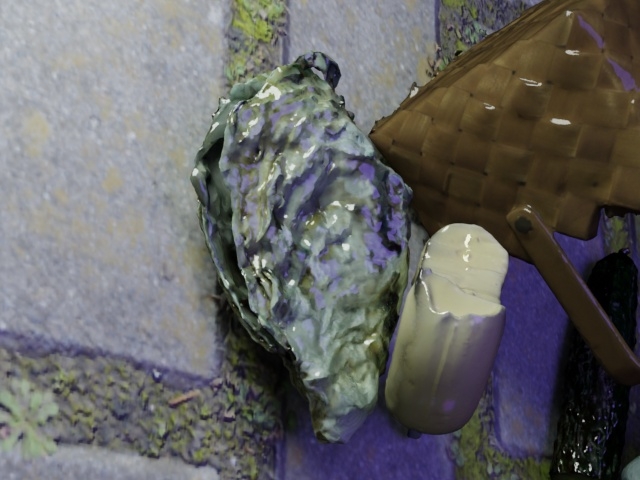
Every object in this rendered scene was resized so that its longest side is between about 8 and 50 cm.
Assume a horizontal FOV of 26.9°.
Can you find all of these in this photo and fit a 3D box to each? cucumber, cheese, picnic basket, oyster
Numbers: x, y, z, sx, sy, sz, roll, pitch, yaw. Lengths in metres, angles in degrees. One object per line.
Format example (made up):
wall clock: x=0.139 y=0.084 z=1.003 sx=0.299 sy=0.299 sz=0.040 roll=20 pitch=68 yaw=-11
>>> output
cucumber: x=0.281 y=0.117 z=1.338 sx=0.067 sy=0.067 sz=0.294 roll=43 pitch=47 yaw=-31
cheese: x=0.086 y=0.100 z=1.011 sx=0.163 sy=0.070 sz=0.249 roll=-71 pitch=174 yaw=-49
picnic basket: x=0.244 y=-0.058 z=1.176 sx=0.321 sy=0.291 sz=0.254 roll=57 pitch=42 yaw=-6
oyster: x=0.000 y=0.000 z=1.016 sx=0.198 sy=0.112 sz=0.268 roll=-40 pitch=113 yaw=-46

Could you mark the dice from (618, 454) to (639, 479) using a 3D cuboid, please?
dice: x=0.449 y=0.282 z=1.243 sx=0.268 sy=0.262 sz=0.265 roll=64 pitch=2 yaw=19
